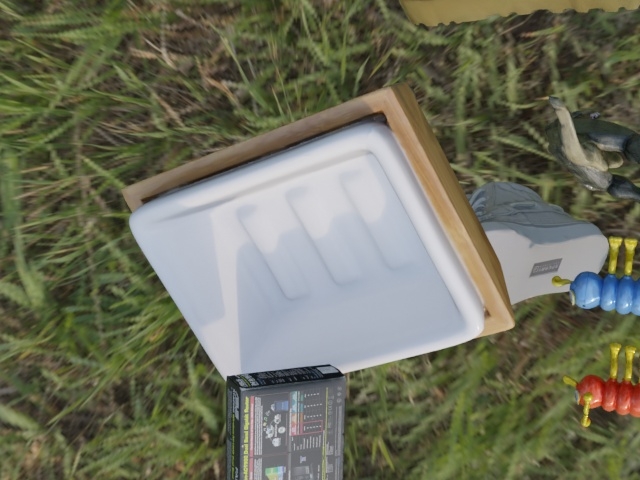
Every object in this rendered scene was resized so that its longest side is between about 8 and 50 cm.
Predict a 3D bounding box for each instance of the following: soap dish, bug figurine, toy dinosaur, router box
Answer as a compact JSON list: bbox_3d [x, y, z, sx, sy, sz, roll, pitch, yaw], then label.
[{"bbox_3d":[0.000,0.000,1.139,0.291,0.118,0.229,-17,112,33],"label":"soap dish"},{"bbox_3d":[0.340,0.110,1.298,0.216,0.279,0.072,6,55,18],"label":"bug figurine"},{"bbox_3d":[0.216,-0.060,0.980,0.118,0.268,0.064,30,98,8],"label":"toy dinosaur"},{"bbox_3d":[-0.029,0.166,1.078,0.092,0.038,0.122,-4,105,-22],"label":"router box"}]

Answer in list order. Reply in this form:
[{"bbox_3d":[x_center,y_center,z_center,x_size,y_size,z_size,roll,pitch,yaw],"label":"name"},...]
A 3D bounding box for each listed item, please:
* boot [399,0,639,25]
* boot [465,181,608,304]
[{"bbox_3d":[0.072,-0.219,0.555,0.236,0.089,0.269,-9,134,30],"label":"boot"},{"bbox_3d":[0.168,-0.001,1.328,0.123,0.258,0.095,38,116,39],"label":"boot"}]
